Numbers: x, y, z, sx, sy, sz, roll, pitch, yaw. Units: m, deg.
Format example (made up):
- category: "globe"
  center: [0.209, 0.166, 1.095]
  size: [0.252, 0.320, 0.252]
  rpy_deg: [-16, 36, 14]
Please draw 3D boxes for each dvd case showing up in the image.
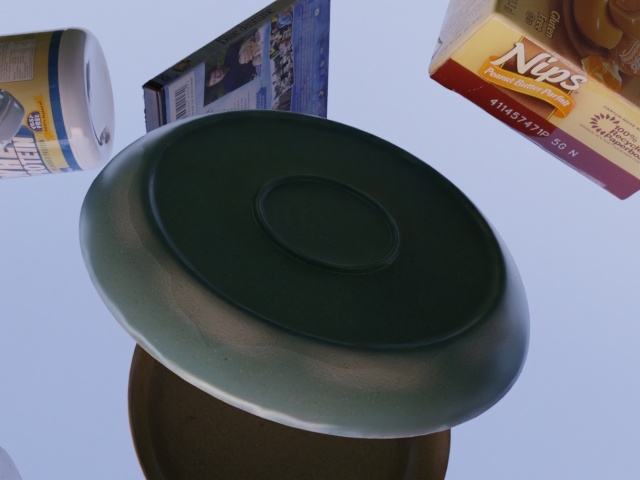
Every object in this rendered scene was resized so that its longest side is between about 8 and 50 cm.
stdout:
- category: "dvd case"
  center: [-0.070, -0.120, 1.148]
  size: [0.022, 0.180, 0.253]
  rpy_deg: [25, -136, 25]

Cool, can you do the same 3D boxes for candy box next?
- category: "candy box"
  center: [0.208, -0.207, 0.933]
  size: [0.183, 0.087, 0.316]
  rpy_deg: [31, -127, -16]

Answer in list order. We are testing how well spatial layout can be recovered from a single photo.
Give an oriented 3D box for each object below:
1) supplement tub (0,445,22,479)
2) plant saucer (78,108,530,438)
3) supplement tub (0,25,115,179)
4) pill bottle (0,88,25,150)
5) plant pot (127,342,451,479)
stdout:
- category: "supplement tub"
  center: [-0.372, 0.278, 0.873]
  size: [0.325, 0.235, 0.235]
  rpy_deg: [-13, -132, -4]
- category: "plant saucer"
  center: [0.000, 0.000, 0.828]
  size: [0.318, 0.043, 0.317]
  rpy_deg: [14, -144, -11]
- category: "supplement tub"
  center: [-0.317, -0.133, 1.225]
  size: [0.200, 0.144, 0.144]
  rpy_deg: [-6, -135, 4]
- category: "pill bottle"
  center: [-0.341, -0.150, 1.045]
  size: [0.103, 0.184, 0.103]
  rpy_deg: [-24, -140, 22]
- category: "plant pot"
  center: [-0.021, 0.117, 0.838]
  size: [0.236, 0.032, 0.236]
  rpy_deg: [10, -114, -23]
